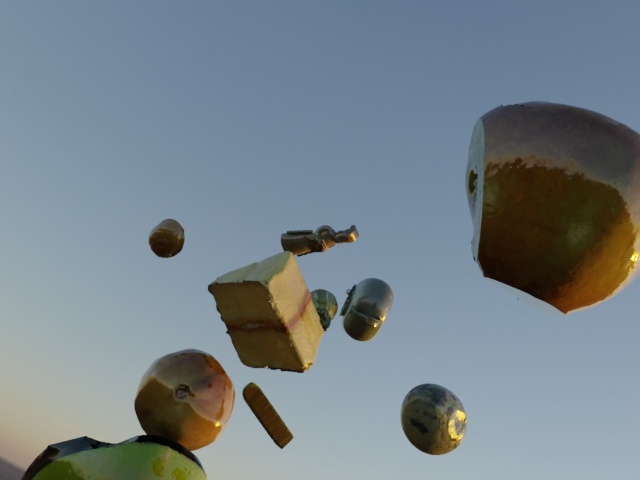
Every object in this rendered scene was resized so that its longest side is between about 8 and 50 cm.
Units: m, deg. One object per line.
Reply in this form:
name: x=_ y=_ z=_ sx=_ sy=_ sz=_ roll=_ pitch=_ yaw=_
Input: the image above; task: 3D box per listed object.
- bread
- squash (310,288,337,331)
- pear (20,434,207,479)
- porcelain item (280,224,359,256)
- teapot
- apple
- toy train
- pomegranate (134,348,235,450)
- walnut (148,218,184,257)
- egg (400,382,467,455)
bread: x=-0.149 y=0.201 z=1.731 sx=0.236 sy=0.198 sz=0.264 roll=-18 pitch=-76 yaw=17
squash: x=0.001 y=0.195 z=1.908 sx=0.105 sy=0.105 sz=0.132 roll=30 pitch=6 yaw=-8
pear: x=-0.412 y=0.582 z=1.415 sx=0.399 sy=0.399 sz=0.165 roll=40 pitch=11 yaw=-26
porcelain item: x=0.000 y=0.000 z=1.914 sx=0.213 sy=0.054 sz=0.084 roll=-8 pitch=-50 yaw=24
teapot: x=0.130 y=0.199 z=2.068 sx=0.129 sy=0.193 sz=0.294 roll=26 pitch=7 yaw=1
apple: x=0.404 y=-0.055 z=1.245 sx=0.384 sy=0.374 sz=0.374 roll=29 pitch=-17 yaw=48
toy train: x=-0.135 y=0.411 z=1.687 sx=0.042 sy=0.044 sz=0.209 roll=16 pitch=-39 yaw=54
pomegranate: x=-0.297 y=0.345 z=1.552 sx=0.233 sy=0.233 sz=0.233 roll=21 pitch=-27 yaw=11
walnut: x=-0.383 y=-0.003 z=1.710 sx=0.121 sy=0.052 sz=0.091 roll=-31 pitch=-101 yaw=37
egg: x=0.241 y=0.379 z=1.513 sx=0.141 sy=0.141 sz=0.182 roll=6 pitch=-41 yaw=35
